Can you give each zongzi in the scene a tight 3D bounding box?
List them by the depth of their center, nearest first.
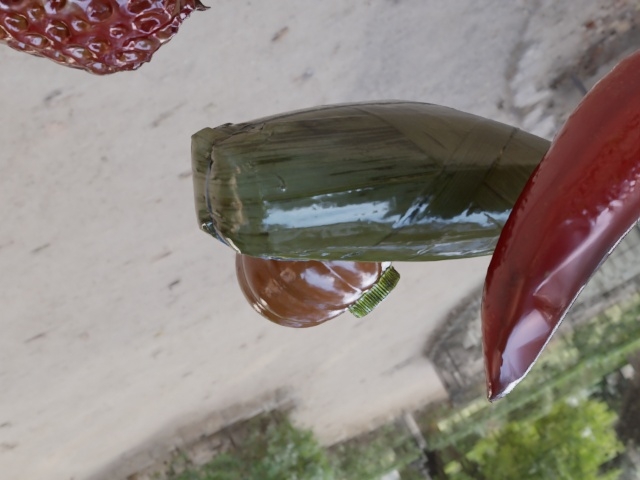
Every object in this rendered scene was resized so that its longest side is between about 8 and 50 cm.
[{"bbox_3d":[0.068,-0.027,0.674,0.256,0.115,0.228,17,-162,41],"label":"zongzi"}]

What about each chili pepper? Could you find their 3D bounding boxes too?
[{"bbox_3d":[0.222,-0.056,0.617,0.368,0.137,0.092,-30,-165,-3],"label":"chili pepper"}]

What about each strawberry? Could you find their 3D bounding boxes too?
[{"bbox_3d":[-0.245,-0.236,0.991,0.280,0.253,0.150,-28,131,-47],"label":"strawberry"}]

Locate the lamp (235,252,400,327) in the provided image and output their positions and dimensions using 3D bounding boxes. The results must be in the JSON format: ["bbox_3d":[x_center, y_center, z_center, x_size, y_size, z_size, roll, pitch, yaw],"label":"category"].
[{"bbox_3d":[0.000,0.000,1.210,0.223,0.196,0.223,-46,-175,5],"label":"lamp"}]
